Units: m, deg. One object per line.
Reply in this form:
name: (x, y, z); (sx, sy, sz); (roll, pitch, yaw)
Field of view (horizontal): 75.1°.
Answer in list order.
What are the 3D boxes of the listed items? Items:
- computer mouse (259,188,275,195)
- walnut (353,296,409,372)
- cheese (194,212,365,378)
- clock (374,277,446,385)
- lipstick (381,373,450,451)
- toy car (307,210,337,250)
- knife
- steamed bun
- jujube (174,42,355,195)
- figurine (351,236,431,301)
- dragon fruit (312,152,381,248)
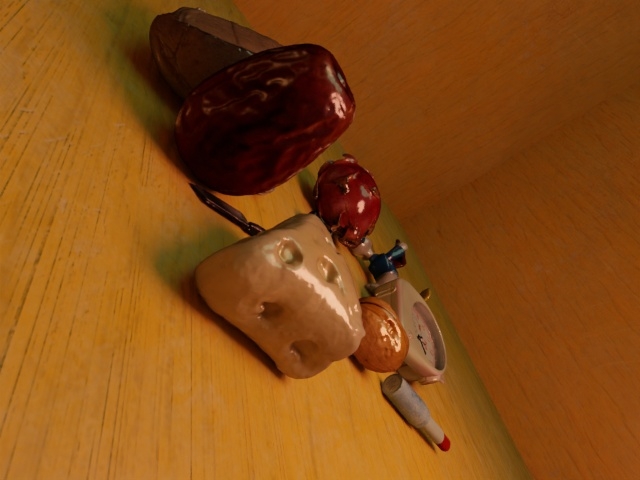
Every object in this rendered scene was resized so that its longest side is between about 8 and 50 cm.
computer mouse: (-0.161, -0.208, 0.991); (0.145, 0.082, 0.237); (47, 18, -38)
walnut: (0.123, 0.212, 0.955); (0.180, 0.144, 0.144); (52, 16, -3)
cheese: (-0.065, 0.044, 0.642); (0.251, 0.173, 0.248); (40, 24, -35)
clock: (0.278, 0.296, 1.248); (0.324, 0.108, 0.265); (49, 30, -27)
lipstick: (0.249, 0.439, 1.040); (0.274, 0.061, 0.068); (51, 15, -22)
toy car: (0.000, 0.000, 1.122); (0.103, 0.063, 0.216); (47, 13, -36)
knife: (-0.161, -0.048, 0.800); (0.230, 0.028, 0.060); (37, 14, -47)
steamed bun: (-0.207, -0.350, 0.895); (0.301, 0.199, 0.252); (17, 33, -18)
jujube: (-0.099, -0.206, 0.736); (0.223, 0.317, 0.223); (52, 23, -34)
figurine: (0.225, 0.066, 1.476); (0.338, 0.204, 0.283); (44, 42, -5)
dragon fruit: (0.088, -0.136, 1.372); (0.250, 0.250, 0.315); (50, 34, -28)
